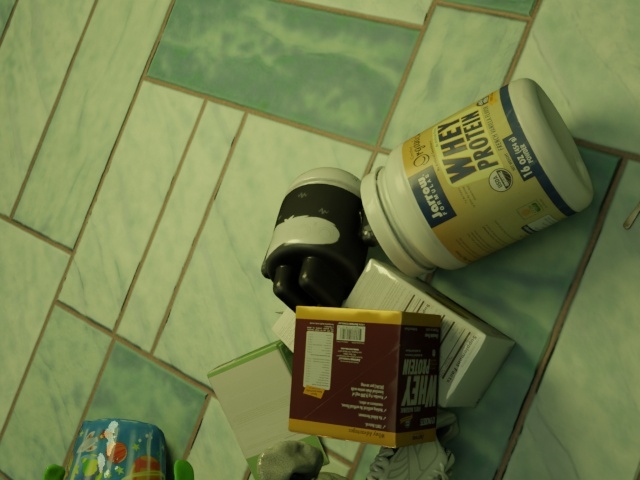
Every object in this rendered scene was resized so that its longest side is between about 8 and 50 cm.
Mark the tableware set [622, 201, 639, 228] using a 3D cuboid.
[{"bbox_3d":[0.554,-0.074,1.310,0.128,0.039,0.194,36,98,33],"label":"tableware set"}]

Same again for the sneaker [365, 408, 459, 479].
[{"bbox_3d":[0.142,0.369,1.362,0.118,0.110,0.292,4,43,20],"label":"sneaker"}]

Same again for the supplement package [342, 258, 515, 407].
[{"bbox_3d":[0.170,0.153,1.438,0.244,0.139,0.134,34,99,32],"label":"supplement package"}]

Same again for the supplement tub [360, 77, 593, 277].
[{"bbox_3d":[0.246,-0.091,1.397,0.316,0.228,0.228,-28,65,24],"label":"supplement tub"}]

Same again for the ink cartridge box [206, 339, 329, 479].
[{"bbox_3d":[-0.090,0.319,1.617,0.171,0.056,0.235,-26,90,25],"label":"ink cartridge box"}]

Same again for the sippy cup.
[{"bbox_3d":[-0.397,0.468,1.685,0.305,0.240,0.224,6,65,-5],"label":"sippy cup"}]

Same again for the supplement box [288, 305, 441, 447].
[{"bbox_3d":[0.069,0.203,1.333,0.191,0.129,0.194,0,84,34],"label":"supplement box"}]

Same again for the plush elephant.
[{"bbox_3d":[-0.040,0.469,1.420,0.330,0.255,0.272,-32,61,21],"label":"plush elephant"}]

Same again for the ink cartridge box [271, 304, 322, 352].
[{"bbox_3d":[-0.010,0.165,1.578,0.143,0.092,0.090,43,101,32],"label":"ink cartridge box"}]

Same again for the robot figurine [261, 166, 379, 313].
[{"bbox_3d":[0.003,0.001,1.531,0.209,0.174,0.278,9,51,5],"label":"robot figurine"}]
